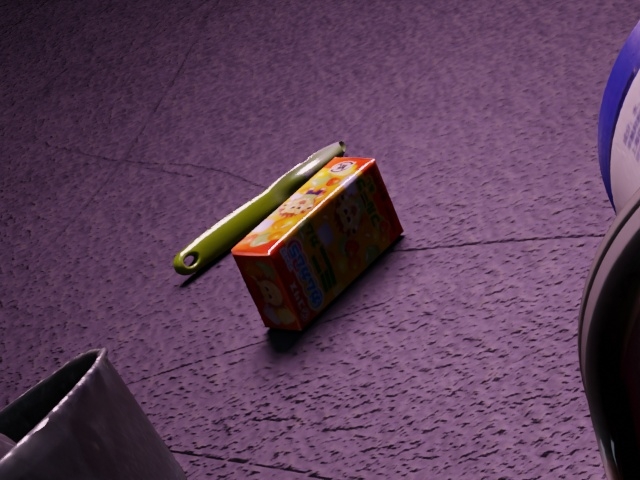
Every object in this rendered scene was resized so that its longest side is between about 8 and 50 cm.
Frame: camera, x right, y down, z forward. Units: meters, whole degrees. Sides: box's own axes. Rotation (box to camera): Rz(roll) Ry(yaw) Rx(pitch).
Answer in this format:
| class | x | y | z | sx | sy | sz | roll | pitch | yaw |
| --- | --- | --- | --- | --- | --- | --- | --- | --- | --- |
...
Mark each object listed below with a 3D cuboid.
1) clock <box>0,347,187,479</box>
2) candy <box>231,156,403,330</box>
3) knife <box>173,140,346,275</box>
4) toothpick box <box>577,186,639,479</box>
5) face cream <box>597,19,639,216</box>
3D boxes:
| class | x | y | z | sx | sy | sz | roll | pitch | yaw |
| --- | --- | --- | --- | --- | --- | --- | --- | --- | --- |
| clock | -0.223 | 0.195 | 0.763 | 0.386 | 0.076 | 0.386 | -37 | 5 | 4 |
| candy | 0.000 | 0.000 | 1.142 | 0.038 | 0.062 | 0.122 | 2 | 34 | 43 |
| knife | -0.040 | -0.027 | 1.283 | 0.184 | 0.022 | 0.026 | -38 | 2 | -30 |
| toothpick box | 0.215 | 0.107 | 0.586 | 0.229 | 0.229 | 0.316 | -18 | 27 | 11 |
| face cream | 0.245 | -0.040 | 0.835 | 0.206 | 0.206 | 0.111 | -22 | 29 | 3 |
